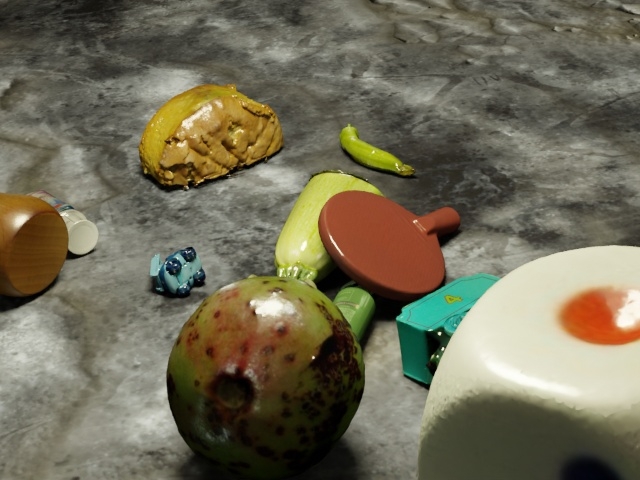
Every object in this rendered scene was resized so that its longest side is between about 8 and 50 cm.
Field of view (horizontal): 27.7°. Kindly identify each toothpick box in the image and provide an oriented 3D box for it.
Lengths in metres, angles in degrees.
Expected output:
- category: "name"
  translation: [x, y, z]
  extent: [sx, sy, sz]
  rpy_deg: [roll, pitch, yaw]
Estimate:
- category: "toothpick box"
  translation: [-0.536, -0.023, 1.973]
  extent: [0.294, 0.192, 0.192]
  rpy_deg: [20, 37, 29]

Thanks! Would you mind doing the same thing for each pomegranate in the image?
- category: "pomegranate"
  translation: [-0.068, 0.157, 1.546]
  extent: [0.242, 0.242, 0.306]
  rpy_deg: [-8, 5, -5]

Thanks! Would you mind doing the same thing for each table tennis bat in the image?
- category: "table tennis bat"
  translation: [0.115, -0.005, 1.894]
  extent: [0.200, 0.038, 0.310]
  rpy_deg: [49, 33, 16]

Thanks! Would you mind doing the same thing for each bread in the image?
- category: "bread"
  translation: [-0.192, -0.199, 2.273]
  extent: [0.260, 0.147, 0.160]
  rpy_deg: [-21, 35, -27]

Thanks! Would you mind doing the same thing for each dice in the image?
- category: "dice"
  translation: [0.285, 0.200, 1.302]
  extent: [0.276, 0.304, 0.304]
  rpy_deg: [13, 33, 31]

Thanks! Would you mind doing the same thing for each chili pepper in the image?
- category: "chili pepper"
  translation: [0.085, -0.149, 2.252]
  extent: [0.049, 0.043, 0.208]
  rpy_deg: [6, 23, -38]

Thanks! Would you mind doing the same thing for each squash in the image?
- category: "squash"
  translation: [-0.012, -0.011, 1.925]
  extent: [0.137, 0.137, 0.287]
  rpy_deg: [11, 35, 27]

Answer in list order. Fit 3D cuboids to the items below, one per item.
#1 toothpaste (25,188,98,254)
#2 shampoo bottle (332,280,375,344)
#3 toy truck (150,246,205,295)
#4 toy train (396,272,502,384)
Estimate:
- category: "toothpaste"
  translation: [-0.448, -0.040, 2.128]
  extent: [0.096, 0.061, 0.266]
  rpy_deg: [-24, 28, -29]
- category: "shampoo bottle"
  translation: [0.031, 0.114, 1.753]
  extent: [0.065, 0.065, 0.204]
  rpy_deg: [5, 30, 17]
- category: "toy truck"
  translation: [-0.223, 0.044, 1.934]
  extent: [0.090, 0.056, 0.073]
  rpy_deg: [4, 33, 42]
- category: "toy train"
  translation: [0.193, 0.119, 1.680]
  extent: [0.198, 0.107, 0.154]
  rpy_deg: [-25, 27, -33]
